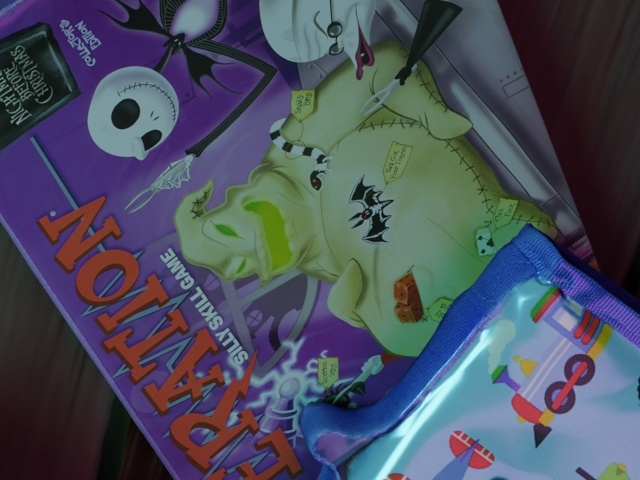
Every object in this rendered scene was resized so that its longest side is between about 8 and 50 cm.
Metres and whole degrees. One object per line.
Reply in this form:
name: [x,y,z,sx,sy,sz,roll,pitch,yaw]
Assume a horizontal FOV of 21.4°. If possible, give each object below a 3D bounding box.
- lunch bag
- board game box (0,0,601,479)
lunch bag: [0.106,0.140,0.740,0.293,0.138,0.221,34,98,-24]
board game box: [0.000,0.000,0.685,0.208,0.056,0.347,-32,129,-5]
